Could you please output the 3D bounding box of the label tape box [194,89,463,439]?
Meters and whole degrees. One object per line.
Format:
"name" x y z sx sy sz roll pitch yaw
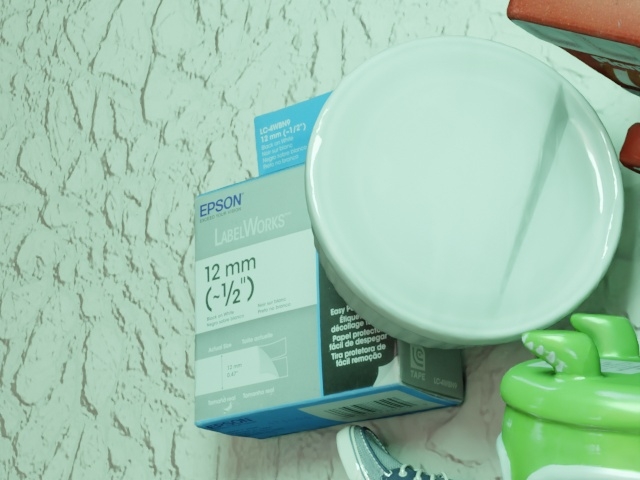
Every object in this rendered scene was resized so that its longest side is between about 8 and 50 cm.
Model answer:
"label tape box" 0.000 0.000 1.631 0.249 0.115 0.348 -15 70 36

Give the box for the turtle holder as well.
"turtle holder" 0.293 0.180 1.281 0.320 0.243 0.227 2 93 2

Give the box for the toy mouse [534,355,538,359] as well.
"toy mouse" 0.221 0.141 1.457 0.161 0.031 0.143 -52 51 16

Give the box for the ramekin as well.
"ramekin" 0.114 -0.029 1.458 0.127 0.273 0.273 115 154 -70

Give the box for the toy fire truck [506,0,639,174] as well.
"toy fire truck" 0.318 -0.123 1.303 0.302 0.254 0.169 22 92 42

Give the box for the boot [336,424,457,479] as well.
"boot" 0.092 0.228 1.526 0.086 0.069 0.190 -40 63 16
